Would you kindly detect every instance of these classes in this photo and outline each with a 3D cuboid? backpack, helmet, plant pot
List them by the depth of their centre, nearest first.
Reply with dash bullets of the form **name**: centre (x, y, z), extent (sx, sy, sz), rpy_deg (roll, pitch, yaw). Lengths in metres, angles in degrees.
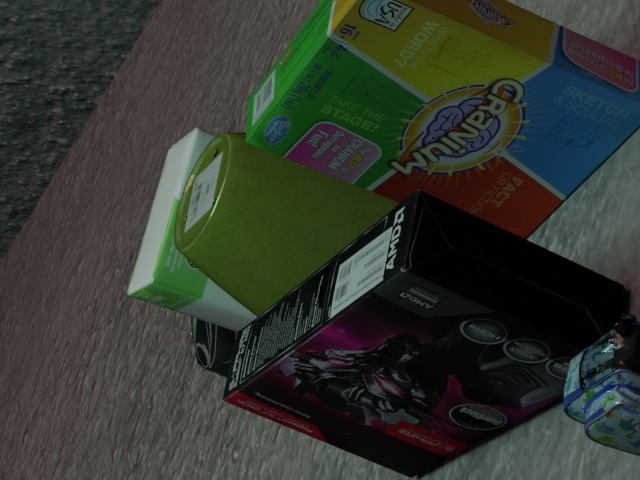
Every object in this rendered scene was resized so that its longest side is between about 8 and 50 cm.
- **backpack**: centre (0.252, 0.124, 1.373), extent (0.114, 0.105, 0.084), rpy_deg (138, 148, -60)
- **plant pot**: centre (0.000, 0.000, 1.851), extent (0.275, 0.293, 0.275), rpy_deg (-51, 27, 40)
- **helmet**: centre (-0.088, 0.087, 2.178), extent (0.169, 0.169, 0.162), rpy_deg (-136, 53, -68)

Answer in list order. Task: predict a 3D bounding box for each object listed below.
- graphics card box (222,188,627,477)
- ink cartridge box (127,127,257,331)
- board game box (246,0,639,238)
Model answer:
- **graphics card box**: centre (0.089, 0.102, 1.619), extent (0.371, 0.232, 0.094), rpy_deg (-39, 31, 52)
- **ink cartridge box**: centre (-0.067, 0.010, 2.041), extent (0.115, 0.273, 0.198), rpy_deg (-25, 48, 65)
- **board game box**: centre (0.122, -0.132, 1.641), extent (0.242, 0.316, 0.064), rpy_deg (-50, 28, 42)
